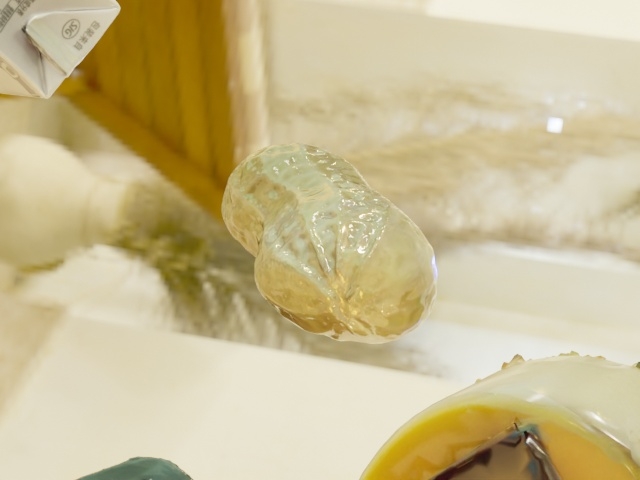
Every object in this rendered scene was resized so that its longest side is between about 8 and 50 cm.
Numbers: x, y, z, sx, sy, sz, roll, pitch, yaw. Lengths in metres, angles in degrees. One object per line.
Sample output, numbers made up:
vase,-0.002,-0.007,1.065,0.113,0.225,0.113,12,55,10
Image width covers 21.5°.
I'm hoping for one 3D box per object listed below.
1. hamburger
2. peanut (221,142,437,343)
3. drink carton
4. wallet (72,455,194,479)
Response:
hamburger,0.145,0.206,0.995,0.179,0.294,0.276,-1,58,-57
peanut,0.000,0.000,1.055,0.090,0.098,0.214,52,-2,-30
drink carton,-0.273,-0.211,1.253,0.222,0.134,0.102,43,73,-28
wallet,-0.250,0.293,1.530,0.377,0.197,0.051,-14,122,-34
